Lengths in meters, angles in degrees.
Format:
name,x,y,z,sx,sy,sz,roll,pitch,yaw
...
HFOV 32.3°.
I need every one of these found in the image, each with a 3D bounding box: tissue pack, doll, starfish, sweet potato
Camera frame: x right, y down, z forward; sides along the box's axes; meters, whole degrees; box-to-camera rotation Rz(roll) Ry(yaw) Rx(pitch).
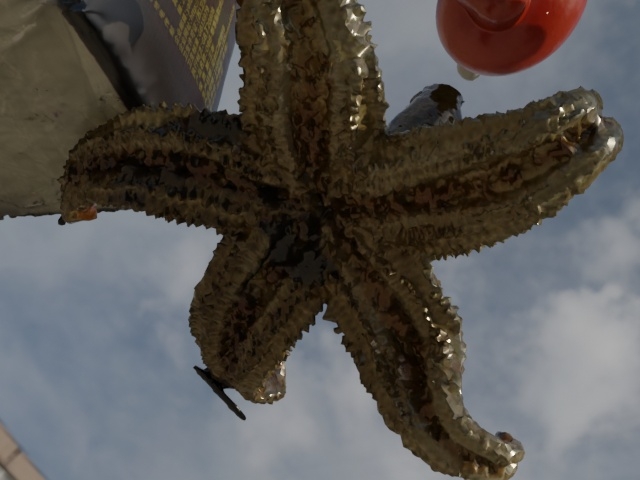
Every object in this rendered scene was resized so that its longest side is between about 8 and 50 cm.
name,x,y,z,sx,sy,sz,roll,pitch,yaw
tissue pack,-0.155,-0.218,0.758,0.198,0.370,0.210,-5,-39,22
doll,0.181,-0.229,1.039,0.130,0.161,0.290,47,0,10
starfish,0.002,0.002,0.609,0.312,0.113,0.303,40,-57,11
sweet potato,0.066,-0.061,0.877,0.067,0.274,0.067,13,-53,18
